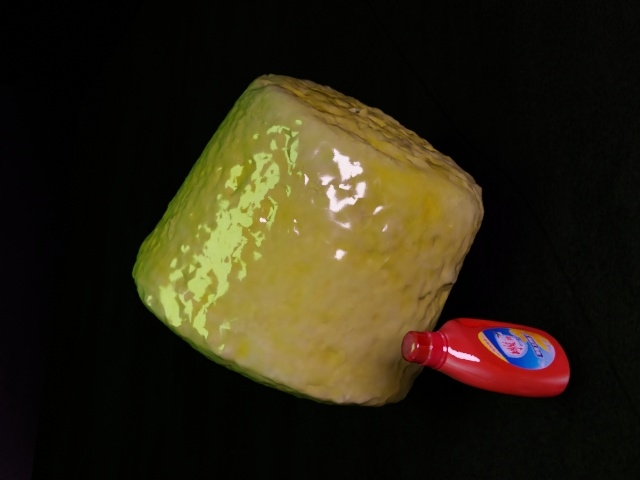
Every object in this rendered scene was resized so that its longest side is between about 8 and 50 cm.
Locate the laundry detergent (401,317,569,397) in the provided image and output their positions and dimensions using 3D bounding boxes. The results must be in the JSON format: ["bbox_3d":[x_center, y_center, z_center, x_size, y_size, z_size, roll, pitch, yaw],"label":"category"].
[{"bbox_3d":[0.149,0.103,0.962,0.049,0.165,0.097,-66,28,25],"label":"laundry detergent"}]

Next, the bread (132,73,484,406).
[{"bbox_3d":[0.000,0.000,1.148,0.307,0.348,0.348,-60,29,11],"label":"bread"}]
